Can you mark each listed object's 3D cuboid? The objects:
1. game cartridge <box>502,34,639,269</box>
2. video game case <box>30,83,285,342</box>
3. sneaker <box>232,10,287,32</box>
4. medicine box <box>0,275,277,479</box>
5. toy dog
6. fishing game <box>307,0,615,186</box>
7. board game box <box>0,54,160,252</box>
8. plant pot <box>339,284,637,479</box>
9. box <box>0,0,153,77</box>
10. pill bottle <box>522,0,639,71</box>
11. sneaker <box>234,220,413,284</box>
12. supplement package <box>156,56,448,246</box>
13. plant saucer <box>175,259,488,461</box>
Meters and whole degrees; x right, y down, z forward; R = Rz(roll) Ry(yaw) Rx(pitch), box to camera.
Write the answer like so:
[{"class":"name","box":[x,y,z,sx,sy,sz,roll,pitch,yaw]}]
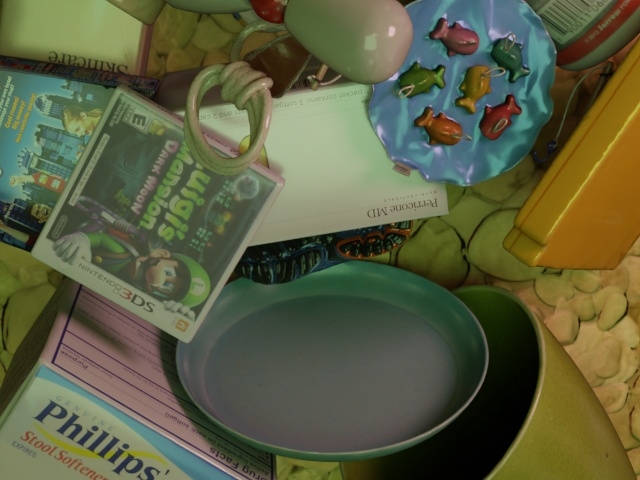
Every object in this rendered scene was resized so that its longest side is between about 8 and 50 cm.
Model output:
[{"class":"game cartridge","box":[0.314,-0.096,1.184,0.052,0.323,0.285,39,105,24]},{"class":"video game case","box":[-0.152,-0.021,1.109,0.173,0.022,0.190,30,110,-6]},{"class":"sneaker","box":[-0.059,-0.345,1.145,0.131,0.112,0.296,0,126,43]},{"class":"medicine box","box":[-0.193,0.185,1.248,0.263,0.289,0.149,33,105,-13]},{"class":"toy dog","box":[-0.059,-0.216,1.045,0.220,0.161,0.334,-42,69,17]},{"class":"fishing game","box":[0.129,-0.136,1.081,0.264,0.041,0.189,26,99,-18]},{"class":"board game box","box":[-0.277,-0.095,1.139,0.194,0.060,0.194,22,107,-9]},{"class":"plant pot","box":[0.218,0.239,1.329,0.293,0.275,0.275,37,104,-31]},{"class":"box","box":[-0.245,-0.190,1.205,0.147,0.121,0.311,9,108,-6]},{"class":"pill bottle","box":[0.162,-0.340,1.131,0.363,0.210,0.210,33,104,-13]},{"class":"sneaker","box":[0.000,0.000,1.308,0.221,0.087,0.083,-7,88,17]},{"class":"supplement package","box":[-0.021,-0.101,1.205,0.261,0.204,0.145,-10,110,0]},{"class":"plant saucer","box":[0.012,0.123,1.233,0.317,0.318,0.044,-3,123,-2]}]
